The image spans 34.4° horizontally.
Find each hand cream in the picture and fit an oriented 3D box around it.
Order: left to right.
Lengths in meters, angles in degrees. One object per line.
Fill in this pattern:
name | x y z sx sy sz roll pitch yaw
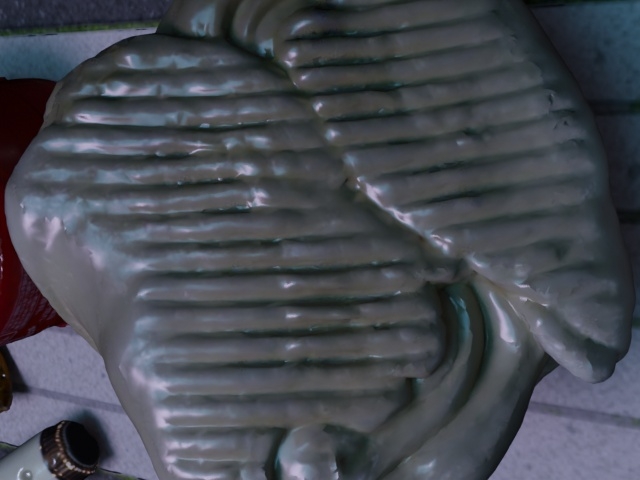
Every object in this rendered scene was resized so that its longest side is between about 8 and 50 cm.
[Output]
hand cream | -0.280 -0.021 0.858 0.230 0.149 0.230 10 110 31

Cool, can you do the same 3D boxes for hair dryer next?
hair dryer | -0.334 0.264 0.961 0.362 0.203 0.128 -34 81 15

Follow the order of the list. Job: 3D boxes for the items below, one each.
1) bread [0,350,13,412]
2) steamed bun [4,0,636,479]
bread | -0.406 0.076 0.979 0.134 0.129 0.260 -37 79 41
steamed bun | 0.009 -0.006 0.619 0.310 0.219 0.324 -36 84 -4
